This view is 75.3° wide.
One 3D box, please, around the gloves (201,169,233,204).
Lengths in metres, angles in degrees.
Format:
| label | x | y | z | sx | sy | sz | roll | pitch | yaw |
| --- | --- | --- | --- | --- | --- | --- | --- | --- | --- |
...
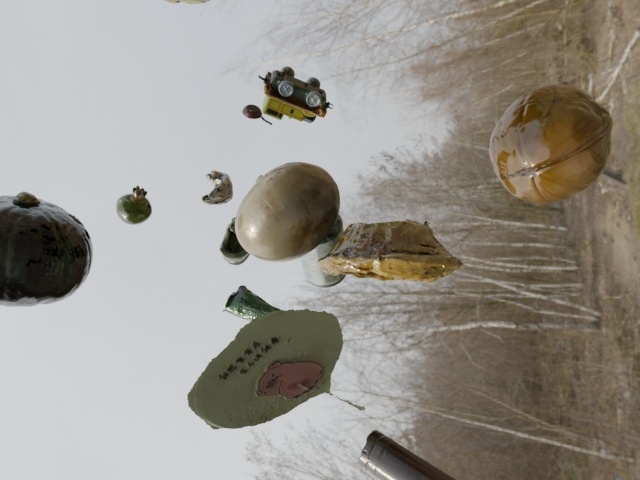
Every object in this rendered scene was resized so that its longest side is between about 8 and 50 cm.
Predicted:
| label | x | y | z | sx | sy | sz | roll | pitch | yaw |
| --- | --- | --- | --- | --- | --- | --- | --- | --- | --- |
| gloves | -0.382 | -0.195 | 1.561 | 0.212 | 0.110 | 0.128 | -111 | 35 | -63 |

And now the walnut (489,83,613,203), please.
| label | x | y | z | sx | sy | sz | roll | pitch | yaw |
| --- | --- | --- | --- | --- | --- | --- | --- | --- | --- |
| walnut | 0.347 | -0.146 | 0.627 | 0.207 | 0.167 | 0.168 | -44 | -50 | -39 |

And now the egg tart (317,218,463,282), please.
| label | x | y | z | sx | sy | sz | roll | pitch | yaw |
| --- | --- | --- | --- | --- | --- | --- | --- | --- | --- |
| egg tart | 0.163 | 0.025 | 0.994 | 0.352 | 0.351 | 0.150 | 13 | -103 | -63 |

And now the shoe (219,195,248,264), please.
| label | x | y | z | sx | sy | sz | roll | pitch | yaw |
| --- | --- | --- | --- | --- | --- | --- | --- | --- | --- |
| shoe | -0.211 | -0.056 | 1.262 | 0.293 | 0.109 | 0.149 | -63 | 3 | -4 |

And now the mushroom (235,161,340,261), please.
| label | x | y | z | sx | sy | sz | roll | pitch | yaw |
| --- | --- | --- | --- | --- | --- | --- | --- | --- | --- |
| mushroom | -0.069 | -0.062 | 0.830 | 0.178 | 0.226 | 0.226 | 53 | -160 | 17 |

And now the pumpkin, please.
| label | x | y | z | sx | sy | sz | roll | pitch | yaw |
| --- | --- | --- | --- | --- | --- | --- | --- | --- | --- |
| pumpkin | -0.701 | 0.006 | 0.974 | 0.315 | 0.315 | 0.239 | -11 | -57 | -63 |

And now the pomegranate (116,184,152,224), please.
| label | x | y | z | sx | sy | sz | roll | pitch | yaw |
| --- | --- | --- | --- | --- | --- | --- | --- | --- | --- |
| pomegranate | -0.622 | -0.120 | 1.390 | 0.142 | 0.114 | 0.114 | -56 | -6 | 35 |

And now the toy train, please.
| label | x | y | z | sx | sy | sz | roll | pitch | yaw |
| --- | --- | --- | --- | --- | --- | --- | --- | --- | --- |
| toy train | -0.073 | -0.385 | 1.130 | 0.219 | 0.127 | 0.089 | 15 | -131 | -20 |

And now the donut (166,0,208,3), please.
| label | x | y | z | sx | sy | sz | roll | pitch | yaw |
| --- | --- | --- | --- | --- | --- | --- | --- | --- | --- |
| donut | -0.297 | -0.735 | 0.954 | 0.170 | 0.359 | 0.361 | 16 | -104 | -67 |

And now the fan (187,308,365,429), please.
| label | x | y | z | sx | sy | sz | roll | pitch | yaw |
| --- | --- | --- | --- | --- | --- | --- | --- | --- | --- |
| fan | -0.012 | 0.177 | 0.498 | 0.182 | 0.010 | 0.310 | -45 | -45 | 4 |

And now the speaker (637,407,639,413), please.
| label | x | y | z | sx | sy | sz | roll | pitch | yaw |
| --- | --- | --- | --- | --- | --- | --- | --- | --- | --- |
| speaker | 0.526 | 0.276 | 0.517 | 0.044 | 0.217 | 0.082 | -63 | -1 | 24 |

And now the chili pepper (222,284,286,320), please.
| label | x | y | z | sx | sy | sz | roll | pitch | yaw |
| --- | --- | --- | --- | --- | --- | --- | --- | --- | --- |
| chili pepper | -0.115 | 0.178 | 0.967 | 0.088 | 0.226 | 0.059 | -44 | -34 | -44 |

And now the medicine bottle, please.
| label | x | y | z | sx | sy | sz | roll | pitch | yaw |
| --- | --- | --- | --- | --- | --- | --- | --- | --- | --- |
| medicine bottle | 0.000 | 0.000 | 1.185 | 0.293 | 0.141 | 0.142 | 79 | -154 | -48 |

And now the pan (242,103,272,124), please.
| label | x | y | z | sx | sy | sz | roll | pitch | yaw |
| --- | --- | --- | --- | --- | --- | --- | --- | --- | --- |
| pan | -0.208 | -0.423 | 1.388 | 0.068 | 0.115 | 0.024 | -53 | -10 | -42 |

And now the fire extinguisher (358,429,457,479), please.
| label | x | y | z | sx | sy | sz | roll | pitch | yaw |
| --- | --- | --- | --- | --- | --- | --- | --- | --- | --- |
| fire extinguisher | 0.187 | 0.432 | 0.705 | 0.089 | 0.267 | 0.072 | -34 | -50 | -40 |
